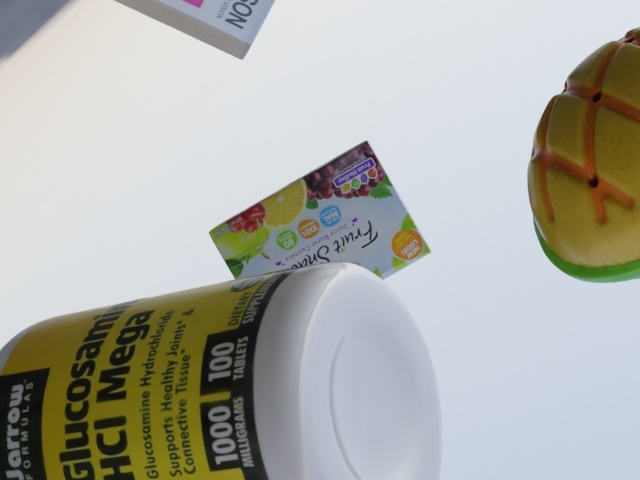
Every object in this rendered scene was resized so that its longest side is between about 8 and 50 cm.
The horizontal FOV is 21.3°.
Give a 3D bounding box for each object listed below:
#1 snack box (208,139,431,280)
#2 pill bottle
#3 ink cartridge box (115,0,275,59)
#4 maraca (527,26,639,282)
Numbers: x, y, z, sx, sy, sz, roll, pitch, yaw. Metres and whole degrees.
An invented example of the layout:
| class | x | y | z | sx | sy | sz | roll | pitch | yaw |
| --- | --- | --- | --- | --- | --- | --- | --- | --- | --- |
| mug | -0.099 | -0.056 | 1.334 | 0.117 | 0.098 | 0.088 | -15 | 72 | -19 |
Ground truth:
| class | x | y | z | sx | sy | sz | roll | pitch | yaw |
| --- | --- | --- | --- | --- | --- | --- | --- | --- | --- |
| snack box | 0.000 | 0.000 | 1.307 | 0.141 | 0.100 | 0.037 | -30 | -176 | 5 |
| pill bottle | -0.105 | 0.130 | 1.117 | 0.334 | 0.188 | 0.188 | -12 | -151 | 30 |
| ink cartridge box | -0.101 | -0.283 | 1.414 | 0.234 | 0.193 | 0.088 | 124 | -11 | -50 |
| maraca | 0.168 | -0.054 | 0.762 | 0.186 | 0.099 | 0.127 | -39 | -139 | 27 |
